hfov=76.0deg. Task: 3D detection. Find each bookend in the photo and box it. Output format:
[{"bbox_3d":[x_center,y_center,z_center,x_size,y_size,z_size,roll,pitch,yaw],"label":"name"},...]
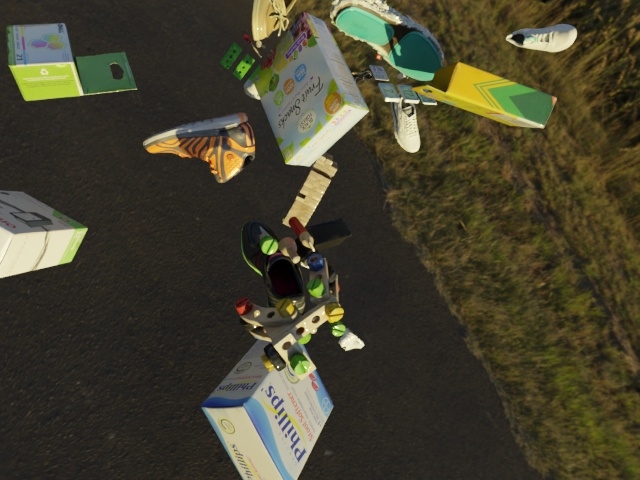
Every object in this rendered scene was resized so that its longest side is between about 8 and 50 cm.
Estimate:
[{"bbox_3d":[0.000,0.000,1.440,0.157,0.156,0.072,-16,73,-34],"label":"bookend"}]

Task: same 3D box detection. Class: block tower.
[{"bbox_3d":[-0.044,-0.190,1.648,0.091,0.335,0.097,26,25,-10],"label":"block tower"}]

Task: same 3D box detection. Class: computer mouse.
[{"bbox_3d":[0.076,-0.380,1.142,0.042,0.193,0.106,38,38,9],"label":"computer mouse"}]

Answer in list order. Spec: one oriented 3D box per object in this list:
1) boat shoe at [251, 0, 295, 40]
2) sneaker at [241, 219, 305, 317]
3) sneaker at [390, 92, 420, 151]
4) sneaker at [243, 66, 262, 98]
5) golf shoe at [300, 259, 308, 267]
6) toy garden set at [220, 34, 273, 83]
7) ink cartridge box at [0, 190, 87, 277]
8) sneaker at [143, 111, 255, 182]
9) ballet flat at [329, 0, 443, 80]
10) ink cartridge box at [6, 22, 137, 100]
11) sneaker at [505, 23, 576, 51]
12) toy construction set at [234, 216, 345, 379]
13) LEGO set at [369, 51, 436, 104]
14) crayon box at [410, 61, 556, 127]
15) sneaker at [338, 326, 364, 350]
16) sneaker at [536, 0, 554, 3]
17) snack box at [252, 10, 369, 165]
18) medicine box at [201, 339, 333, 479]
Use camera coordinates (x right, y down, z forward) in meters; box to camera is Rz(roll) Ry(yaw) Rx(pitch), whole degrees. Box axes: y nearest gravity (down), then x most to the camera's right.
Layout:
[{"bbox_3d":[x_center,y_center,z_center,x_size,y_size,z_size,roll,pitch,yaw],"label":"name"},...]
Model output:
[{"bbox_3d":[-0.112,-0.644,1.099,0.089,0.104,0.285,15,66,2],"label":"boat shoe"},{"bbox_3d":[-0.166,0.087,1.578,0.185,0.202,0.482,-12,54,-29],"label":"sneaker"},{"bbox_3d":[0.342,-0.462,1.613,0.090,0.095,0.235,-23,101,-12],"label":"sneaker"},{"bbox_3d":[-0.190,-0.604,1.531,0.110,0.292,0.118,-56,135,-25],"label":"sneaker"},{"bbox_3d":[-0.040,0.026,1.805,0.094,0.077,0.198,7,70,2],"label":"golf shoe"},{"bbox_3d":[-0.285,-0.789,1.826,0.244,0.204,0.049,37,16,-18],"label":"toy garden set"},{"bbox_3d":[-0.723,-0.024,0.951,0.198,0.114,0.273,30,3,-3],"label":"ink cartridge box"},{"bbox_3d":[-0.339,-0.244,1.169,0.124,0.321,0.180,-67,147,-63],"label":"sneaker"},{"bbox_3d":[0.201,-0.599,1.151,0.409,0.147,0.146,14,56,-37],"label":"ballet flat"},{"bbox_3d":[-0.627,-0.462,1.042,0.255,0.097,0.188,-16,58,-22],"label":"ink cartridge box"},{"bbox_3d":[0.702,-0.649,1.322,0.094,0.212,0.080,-16,117,-27],"label":"sneaker"},{"bbox_3d":[-0.039,0.134,0.862,0.258,0.308,0.237,-8,26,-18],"label":"toy construction set"},{"bbox_3d":[0.257,-0.528,1.295,0.183,0.060,0.244,-2,55,-17],"label":"LEGO set"},{"bbox_3d":[0.417,-0.389,1.087,0.319,0.081,0.202,16,17,-6],"label":"crayon box"},{"bbox_3d":[0.097,0.329,1.337,0.054,0.061,0.152,41,-5,34],"label":"sneaker"},{"bbox_3d":[0.475,-0.671,0.990,0.294,0.102,0.146,19,61,-13],"label":"sneaker"},{"bbox_3d":[-0.026,-0.272,0.759,0.070,0.174,0.207,-7,68,-46],"label":"snack box"},{"bbox_3d":[-0.124,0.439,1.084,0.263,0.149,0.289,66,30,-13],"label":"medicine box"}]
